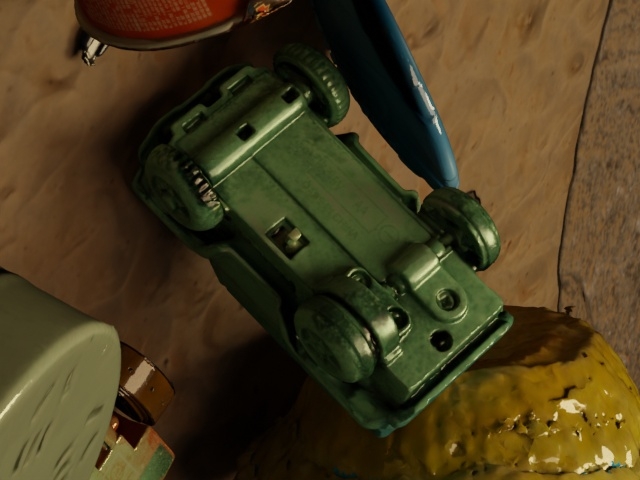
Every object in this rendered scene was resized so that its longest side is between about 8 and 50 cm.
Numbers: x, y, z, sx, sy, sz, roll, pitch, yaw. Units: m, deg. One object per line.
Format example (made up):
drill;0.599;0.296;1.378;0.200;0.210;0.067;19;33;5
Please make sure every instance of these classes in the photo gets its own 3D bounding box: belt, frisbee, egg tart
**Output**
belt;-0.141;0.105;1.374;0.036;0.059;0.083;-56;154;-18
frisbee;0.032;-0.135;1.373;0.045;0.242;0.242;-28;137;-2
egg tart;0.116;0.151;1.483;0.388;0.388;0.169;-22;114;-47

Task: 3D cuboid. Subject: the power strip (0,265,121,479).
power strip;-0.250;0.154;1.051;0.357;0.161;0.357;-62;171;-17

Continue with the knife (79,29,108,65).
knife;-0.134;-0.172;1.282;0.121;0.018;0.031;-62;143;-9

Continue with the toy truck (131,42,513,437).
toy truck;0.000;0.000;1.331;0.155;0.279;0.156;-41;169;-21

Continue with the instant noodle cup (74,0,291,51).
instant noodle cup;-0.096;-0.247;1.146;0.213;0.213;0.174;-52;134;-25

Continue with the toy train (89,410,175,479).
toy train;-0.186;0.147;1.324;0.118;0.074;0.176;-59;140;-25
